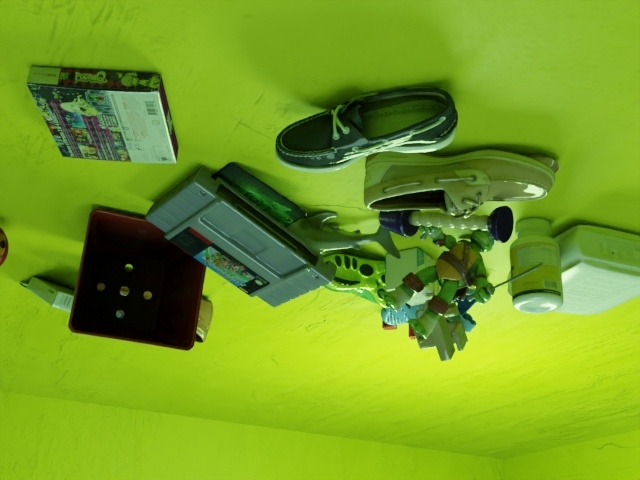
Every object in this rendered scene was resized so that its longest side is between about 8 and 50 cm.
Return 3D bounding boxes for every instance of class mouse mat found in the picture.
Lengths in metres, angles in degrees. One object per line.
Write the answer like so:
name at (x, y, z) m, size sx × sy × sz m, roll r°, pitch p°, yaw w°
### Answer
mouse mat at (-0.139, -0.078, 1.663) m, size 0.190 × 0.007 × 0.152 m, roll 33°, pitch 145°, yaw -23°

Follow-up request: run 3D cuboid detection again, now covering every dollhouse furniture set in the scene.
dollhouse furniture set at (0.250, 0.214, 1.945) m, size 0.123 × 0.144 × 0.151 m, roll -13°, pitch -165°, yaw 26°

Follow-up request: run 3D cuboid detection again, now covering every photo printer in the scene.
photo printer at (0.588, 0.078, 1.873) m, size 0.256 × 0.107 × 0.307 m, roll 11°, pitch 155°, yaw -17°

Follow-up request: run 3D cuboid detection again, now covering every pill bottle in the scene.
pill bottle at (0.446, 0.051, 1.733) m, size 0.103 × 0.184 × 0.103 m, roll 2°, pitch 156°, yaw 1°

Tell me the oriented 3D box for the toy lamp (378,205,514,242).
toy lamp at (0.236, -0.038, 1.626) m, size 0.275 × 0.080 × 0.080 m, roll 8°, pitch 164°, yaw 40°

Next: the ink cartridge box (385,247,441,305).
ink cartridge box at (0.225, 0.088, 1.955) m, size 0.090 × 0.092 × 0.143 m, roll -15°, pitch 152°, yaw 32°

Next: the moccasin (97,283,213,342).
moccasin at (-0.450, 0.183, 2.170) m, size 0.139 × 0.147 × 0.380 m, roll -16°, pitch 150°, yaw 37°

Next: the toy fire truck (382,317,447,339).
toy fire truck at (0.279, 0.234, 2.331) m, size 0.192 × 0.047 × 0.135 m, roll -7°, pitch 153°, yaw 19°

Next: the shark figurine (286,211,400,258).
shark figurine at (0.019, 0.010, 1.781) m, size 0.278 × 0.116 × 0.166 m, roll 10°, pitch 156°, yaw -11°

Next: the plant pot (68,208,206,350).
plant pot at (-0.421, 0.102, 1.884) m, size 0.267 × 0.267 × 0.236 m, roll 12°, pitch 167°, yaw -20°

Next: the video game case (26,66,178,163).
video game case at (-0.359, -0.207, 1.414) m, size 0.210 × 0.041 × 0.232 m, roll 3°, pitch 156°, yaw 0°

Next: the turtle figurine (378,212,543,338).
turtle figurine at (0.257, 0.057, 1.720) m, size 0.198 × 0.266 × 0.275 m, roll 45°, pitch 177°, yaw -10°

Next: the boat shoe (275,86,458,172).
boat shoe at (0.067, -0.187, 1.343) m, size 0.303 × 0.114 × 0.091 m, roll -13°, pitch 155°, yaw 5°

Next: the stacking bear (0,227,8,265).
stacking bear at (-0.793, -0.008, 1.783) m, size 0.164 × 0.175 × 0.289 m, roll -12°, pitch 159°, yaw 26°

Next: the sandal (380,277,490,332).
sandal at (0.278, 0.177, 2.097) m, size 0.126 × 0.138 × 0.317 m, roll 21°, pitch 152°, yaw -39°

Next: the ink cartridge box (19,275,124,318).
ink cartridge box at (-0.653, 0.156, 2.214) m, size 0.223 × 0.045 × 0.224 m, roll 27°, pitch 174°, yaw -43°

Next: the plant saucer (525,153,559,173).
plant saucer at (0.393, -0.137, 1.523) m, size 0.083 × 0.015 × 0.083 m, roll 3°, pitch 156°, yaw 1°

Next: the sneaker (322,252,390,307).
sneaker at (0.085, 0.081, 1.975) m, size 0.295 × 0.109 × 0.123 m, roll 22°, pitch 175°, yaw -43°

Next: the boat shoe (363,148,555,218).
boat shoe at (0.249, -0.090, 1.511) m, size 0.341 × 0.110 × 0.121 m, roll 2°, pitch 155°, yaw 8°

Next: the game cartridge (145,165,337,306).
game cartridge at (-0.167, 0.008, 1.723) m, size 0.355 × 0.068 × 0.230 m, roll 37°, pitch 139°, yaw -21°
